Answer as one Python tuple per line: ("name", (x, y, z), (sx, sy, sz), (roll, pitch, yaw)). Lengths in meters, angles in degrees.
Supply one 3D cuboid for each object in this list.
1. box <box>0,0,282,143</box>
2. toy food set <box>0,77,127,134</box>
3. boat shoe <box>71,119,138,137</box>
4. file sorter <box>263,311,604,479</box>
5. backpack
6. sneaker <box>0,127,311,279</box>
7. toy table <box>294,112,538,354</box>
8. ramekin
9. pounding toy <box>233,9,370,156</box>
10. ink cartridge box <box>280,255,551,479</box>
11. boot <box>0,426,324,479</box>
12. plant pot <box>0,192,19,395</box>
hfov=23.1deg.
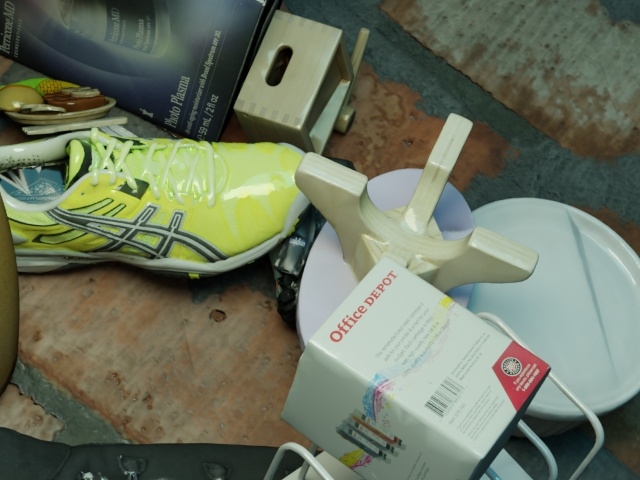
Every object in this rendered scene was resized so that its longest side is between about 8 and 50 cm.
("box", (-0.195, -0.293, 1.755), (0.294, 0.296, 0.183), (24, 58, -1))
("toy food set", (-0.291, -0.155, 1.722), (0.132, 0.192, 0.038), (-9, 107, -23))
("boat shoe", (-0.237, -0.118, 1.799), (0.100, 0.035, 0.035), (24, 30, 2))
("file sorter", (0.097, 0.224, 1.471), (0.277, 0.173, 0.193), (-30, 67, -34))
("backpack", (0.000, 0.000, 1.749), (0.152, 0.115, 0.182), (-3, 65, -20))
("sneaker", (-0.195, -0.046, 1.644), (0.384, 0.147, 0.145), (-7, 63, 0))
("toy table", (0.083, 0.012, 1.599), (0.252, 0.161, 0.274), (14, 60, -2))
("ramekin", (0.236, 0.096, 1.757), (0.273, 0.127, 0.273), (7, 59, -12))
("pounding toy", (-0.018, -0.181, 1.811), (0.094, 0.206, 0.181), (19, 75, 13))
("ink cartridge box", (0.078, 0.129, 1.342), (0.176, 0.127, 0.128), (35, 51, 12))
("boot", (-0.161, 0.358, 1.493), (0.445, 0.146, 0.367), (10, 60, -16))
("plant pot", (-0.388, 0.025, 1.517), (0.237, 0.254, 0.237), (12, 49, -15))
